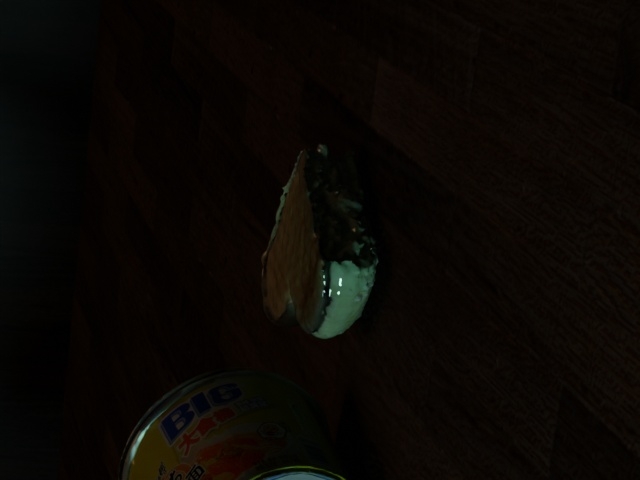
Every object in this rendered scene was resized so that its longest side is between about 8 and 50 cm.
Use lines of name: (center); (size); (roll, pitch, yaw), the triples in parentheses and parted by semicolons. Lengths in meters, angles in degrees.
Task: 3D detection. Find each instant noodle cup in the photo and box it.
instant noodle cup: (-0.054, 0.229, 1.598); (0.153, 0.205, 0.205); (-138, 52, -58)

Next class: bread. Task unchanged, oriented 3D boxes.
bread: (0.000, 0.000, 1.654); (0.232, 0.064, 0.172); (177, 96, -73)
